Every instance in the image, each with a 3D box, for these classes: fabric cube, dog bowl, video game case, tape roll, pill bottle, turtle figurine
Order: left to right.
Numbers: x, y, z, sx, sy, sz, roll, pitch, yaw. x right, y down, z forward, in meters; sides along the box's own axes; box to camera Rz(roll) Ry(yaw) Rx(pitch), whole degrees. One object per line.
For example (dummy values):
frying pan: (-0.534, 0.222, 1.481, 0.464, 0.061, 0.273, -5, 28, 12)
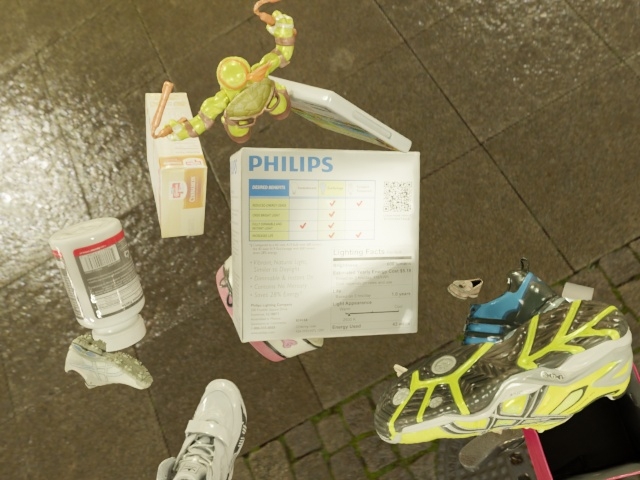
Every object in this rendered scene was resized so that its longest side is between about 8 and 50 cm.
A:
pill bottle: (-0.555, 0.115, 1.558, 0.177, 0.176, 0.318, -7, 109, 15)
turtle figurine: (-0.088, -0.201, 0.802, 0.087, 0.217, 0.269, 45, 91, 5)
dog bowl: (-0.164, 0.193, 1.884, 0.150, 0.408, 0.407, -34, 65, 7)
video game case: (0.008, -0.213, 1.002, 0.227, 0.206, 0.026, 27, 95, 44)
tape roll: (0.667, 0.225, 1.624, 0.072, 0.219, 0.219, 14, 76, 24)
fabric cube: (0.606, 0.416, 1.420, 0.254, 0.258, 0.259, -17, 71, 7)

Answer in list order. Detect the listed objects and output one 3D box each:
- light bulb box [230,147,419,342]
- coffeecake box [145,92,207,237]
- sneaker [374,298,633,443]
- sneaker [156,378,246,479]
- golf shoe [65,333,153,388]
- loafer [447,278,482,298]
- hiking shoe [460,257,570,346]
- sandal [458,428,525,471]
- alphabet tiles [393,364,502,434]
light bulb box: (0.000, 0.000, 1.244, 0.358, 0.225, 0.360, -1, 95, -14)
coffeecake box: (-0.230, -0.120, 0.961, 0.068, 0.142, 0.185, -6, 49, -19)
sneaker: (0.264, 0.227, 0.877, 0.385, 0.145, 0.147, -23, 111, 13)
sneaker: (-0.270, 0.493, 1.416, 0.138, 0.210, 0.365, 8, 67, 7)
golf shoe: (-0.415, 0.257, 1.190, 0.176, 0.069, 0.086, 27, 93, 6)
loafer: (0.310, 0.098, 1.301, 0.045, 0.125, 0.039, 40, 109, 29)
hiking shoe: (0.303, 0.181, 1.104, 0.304, 0.113, 0.132, -45, 58, 14)
sandal: (0.486, 0.531, 1.634, 0.255, 0.054, 0.097, -34, 26, 3)
alphabet tiles: (0.314, 0.384, 1.488, 0.278, 0.284, 0.021, 24, 70, 25)
